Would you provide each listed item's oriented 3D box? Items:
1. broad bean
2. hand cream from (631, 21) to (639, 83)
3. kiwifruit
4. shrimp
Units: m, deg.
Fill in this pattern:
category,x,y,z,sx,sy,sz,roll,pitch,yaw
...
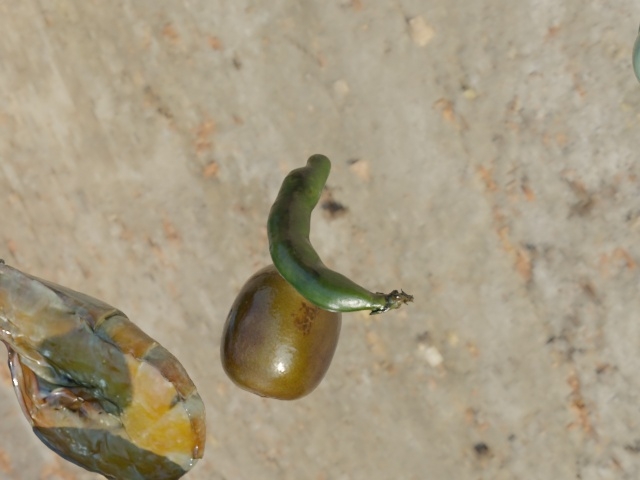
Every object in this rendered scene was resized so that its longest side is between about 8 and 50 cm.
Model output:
category,x,y,z,sx,sy,sz,roll,pitch,yaw
broad bean,0.000,0.000,1.690,0.049,0.144,0.292,94,154,-47
hand cream,0.359,-0.245,1.201,0.093,0.306,0.147,21,139,7
kiwifruit,-0.062,0.144,2.120,0.196,0.234,0.196,23,170,4
shrimp,-0.237,0.108,1.147,0.317,0.062,0.164,35,116,6
